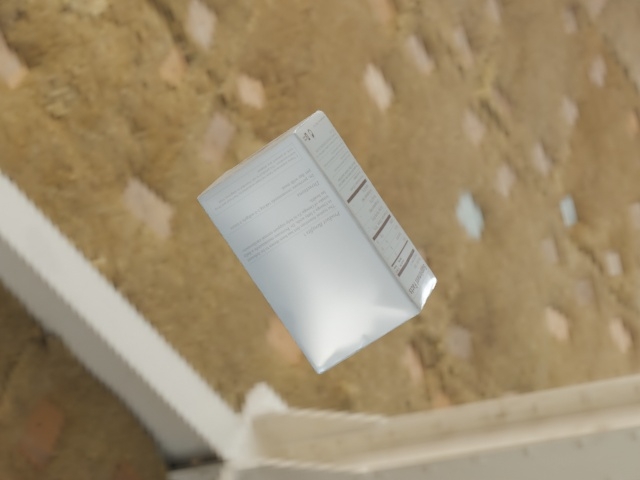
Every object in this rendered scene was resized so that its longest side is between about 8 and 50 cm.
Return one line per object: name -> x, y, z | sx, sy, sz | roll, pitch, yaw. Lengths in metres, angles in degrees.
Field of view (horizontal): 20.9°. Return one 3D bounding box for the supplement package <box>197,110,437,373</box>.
supplement package -> 0.000, 0.000, 1.437 | 0.179, 0.105, 0.105 | 56, -163, -6
